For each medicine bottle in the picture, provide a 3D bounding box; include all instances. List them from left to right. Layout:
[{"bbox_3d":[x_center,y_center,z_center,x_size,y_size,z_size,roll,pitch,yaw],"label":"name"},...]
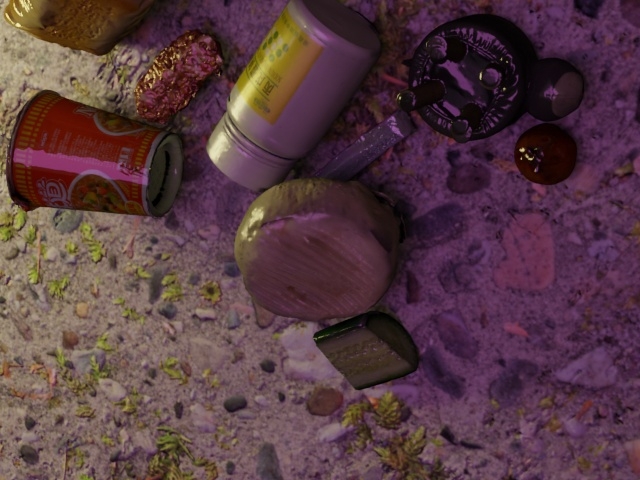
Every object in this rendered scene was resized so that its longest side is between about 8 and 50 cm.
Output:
[{"bbox_3d":[-0.040,-0.197,1.516,0.143,0.143,0.258,41,118,9],"label":"medicine bottle"}]

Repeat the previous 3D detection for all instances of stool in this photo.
[{"bbox_3d":[0.206,-0.206,1.403,0.228,0.139,0.153,-10,101,30],"label":"stool"}]

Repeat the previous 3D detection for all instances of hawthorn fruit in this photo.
[{"bbox_3d":[0.281,-0.107,1.420,0.081,0.093,0.081,7,107,25],"label":"hawthorn fruit"}]

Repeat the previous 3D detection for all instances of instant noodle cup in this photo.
[{"bbox_3d":[-0.325,-0.113,1.659,0.212,0.193,0.193,12,109,13],"label":"instant noodle cup"}]

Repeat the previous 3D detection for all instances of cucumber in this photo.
[{"bbox_3d":[0.065,0.150,1.606,0.115,0.062,0.116,-25,118,28],"label":"cucumber"}]

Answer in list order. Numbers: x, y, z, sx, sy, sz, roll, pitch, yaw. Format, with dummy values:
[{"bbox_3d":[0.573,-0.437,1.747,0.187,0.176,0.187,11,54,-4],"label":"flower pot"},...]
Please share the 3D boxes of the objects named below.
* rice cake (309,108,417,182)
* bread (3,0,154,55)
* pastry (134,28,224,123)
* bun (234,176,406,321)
[{"bbox_3d":[0.045,-0.110,1.561,0.211,0.034,0.043,-37,90,28],"label":"rice cake"},{"bbox_3d":[-0.320,-0.350,1.541,0.311,0.172,0.121,-15,62,62],"label":"bread"},{"bbox_3d":[-0.203,-0.243,1.627,0.169,0.063,0.087,-39,96,23],"label":"pastry"},{"bbox_3d":[0.000,0.000,1.538,0.239,0.141,0.239,0,138,0],"label":"bun"}]
